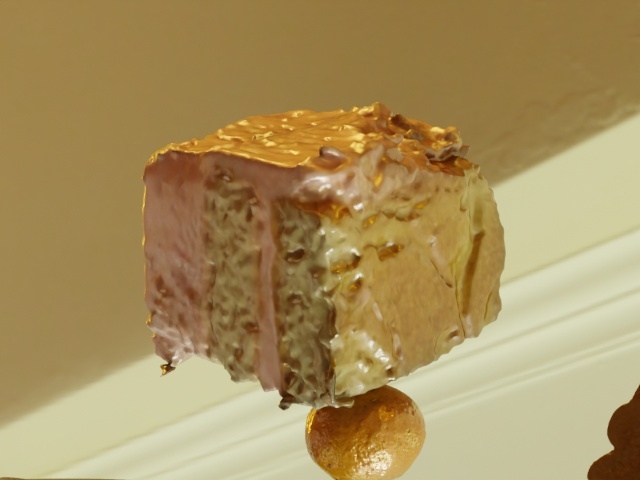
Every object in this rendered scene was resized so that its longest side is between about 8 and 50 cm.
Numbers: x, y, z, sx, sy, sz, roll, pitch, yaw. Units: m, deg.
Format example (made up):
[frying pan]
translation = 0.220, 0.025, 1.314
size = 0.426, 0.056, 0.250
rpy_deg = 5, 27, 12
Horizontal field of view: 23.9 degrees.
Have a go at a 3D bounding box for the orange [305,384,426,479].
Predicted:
[orange]
translation = 0.050, 0.218, 1.687
size = 0.135, 0.135, 0.117
rpy_deg = 2, -70, 44

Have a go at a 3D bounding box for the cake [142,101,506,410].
[cake]
translation = 0.000, 0.000, 1.708
size = 0.307, 0.314, 0.293
rpy_deg = 10, -71, 43

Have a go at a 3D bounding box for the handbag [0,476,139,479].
[handbag]
translation = -0.215, 0.229, 1.140
size = 0.254, 0.308, 0.093
rpy_deg = -5, -97, 39

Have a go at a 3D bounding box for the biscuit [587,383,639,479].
[biscuit]
translation = 0.348, 0.205, 1.480
size = 0.162, 0.035, 0.250
rpy_deg = 12, -89, 27
